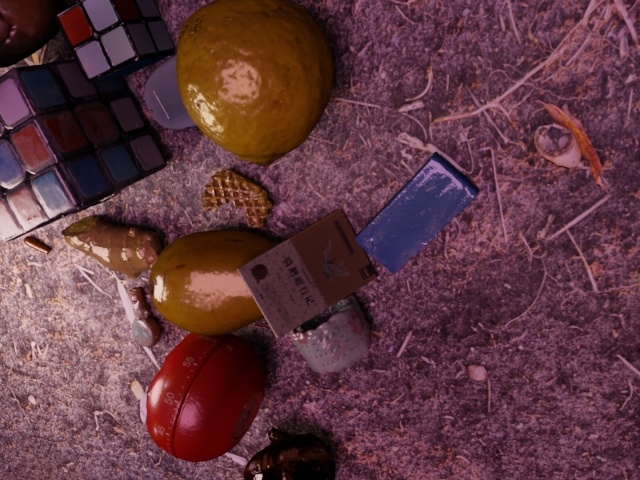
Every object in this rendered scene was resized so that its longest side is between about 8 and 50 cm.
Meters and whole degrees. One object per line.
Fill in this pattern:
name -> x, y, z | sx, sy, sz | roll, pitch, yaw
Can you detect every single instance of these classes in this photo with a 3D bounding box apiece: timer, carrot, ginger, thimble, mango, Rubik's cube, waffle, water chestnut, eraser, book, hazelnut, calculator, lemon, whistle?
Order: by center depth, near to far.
lemon -> -0.141, -0.347, 1.261 | 0.350, 0.350, 0.386 | 2, 110, 20
hazelnut -> -0.802, -0.582, 1.404 | 0.373, 0.372, 0.315 | 11, 157, 16
Rubik's cube -> -0.500, -0.508, 1.419 | 0.184, 0.167, 0.180 | -13, 108, 24
eraser -> 0.229, -0.059, 1.422 | 0.144, 0.042, 0.312 | 41, 121, -3
calculator -> -0.333, -0.390, 1.482 | 0.299, 0.041, 0.185 | -18, 106, 29
book -> -0.030, 0.085, 1.496 | 0.311, 0.021, 0.216 | -31, 103, -10
Rubik's cube -> -0.691, -0.244, 1.507 | 0.362, 0.363, 0.358 | -16, 104, 30
waffle -> -0.226, -0.110, 1.571 | 0.194, 0.051, 0.149 | 30, 121, -1
thimble -> 0.034, 0.253, 1.575 | 0.211, 0.185, 0.149 | -31, 104, -5
mango -> -0.257, 0.119, 1.591 | 0.446, 0.220, 0.301 | 1, 103, 16
timer -> -0.326, 0.451, 1.683 | 0.279, 0.378, 0.377 | 21, 120, 15
ginger -> -0.626, 0.012, 1.743 | 0.354, 0.126, 0.189 | 22, 130, 14
water chestnut -> -0.098, 0.715, 1.820 | 0.300, 0.300, 0.299 | 8, 117, 17
whistle -> -0.575, 0.256, 1.877 | 0.107, 0.057, 0.219 | 2, 111, 35
carrot -> -0.942, 0.016, 1.916 | 0.093, 0.032, 0.032 | 29, 121, 2

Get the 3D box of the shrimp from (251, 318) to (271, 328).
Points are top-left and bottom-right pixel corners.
shrimp -> -0.156, 0.236, 1.714 | 0.191, 0.042, 0.101 | -6, 119, 22
